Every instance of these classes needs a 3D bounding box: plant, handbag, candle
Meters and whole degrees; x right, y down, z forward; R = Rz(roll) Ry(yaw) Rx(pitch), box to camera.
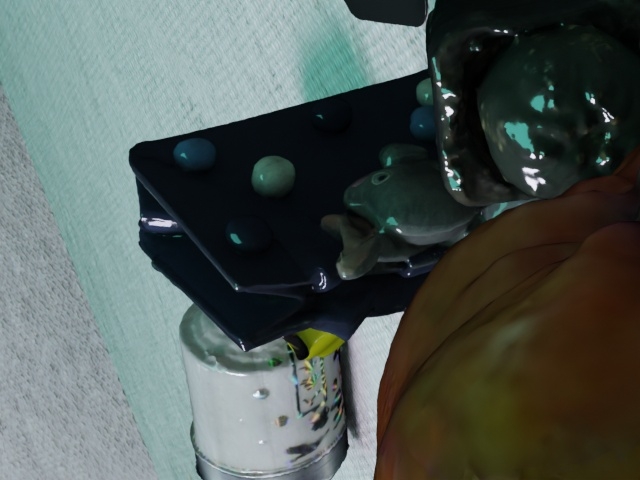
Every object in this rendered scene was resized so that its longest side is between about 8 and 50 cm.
[{"bbox_3d":[0.153,-0.106,1.317,0.256,0.164,0.142,-116,17,-64],"label":"plant"},{"bbox_3d":[0.040,-0.031,1.442,0.269,0.326,0.118,41,141,49],"label":"handbag"},{"bbox_3d":[-0.066,0.130,2.097,0.187,0.187,0.330,45,148,49],"label":"candle"}]

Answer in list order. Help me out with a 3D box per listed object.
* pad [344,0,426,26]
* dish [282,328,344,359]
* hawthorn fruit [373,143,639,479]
[{"bbox_3d":[0.029,-0.321,1.658,0.181,0.004,0.267,23,130,65],"label":"pad"},{"bbox_3d":[0.000,0.000,1.816,0.262,0.108,0.221,-45,-69,-81],"label":"dish"},{"bbox_3d":[0.246,0.151,0.897,0.472,0.472,0.472,53,155,39],"label":"hawthorn fruit"}]
